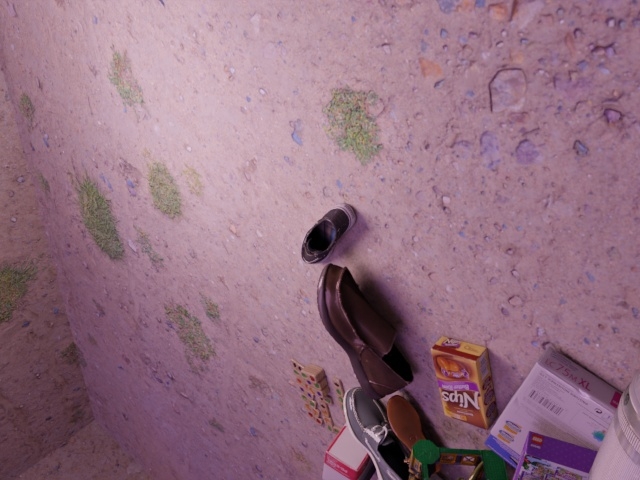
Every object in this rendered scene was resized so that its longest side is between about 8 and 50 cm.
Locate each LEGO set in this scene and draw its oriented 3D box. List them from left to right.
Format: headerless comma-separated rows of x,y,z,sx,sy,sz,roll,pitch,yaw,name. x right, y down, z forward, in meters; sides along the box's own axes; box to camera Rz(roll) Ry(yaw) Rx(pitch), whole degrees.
0.300,0.611,1.384,0.331,0.254,0.192,-101,10,-50,LEGO set

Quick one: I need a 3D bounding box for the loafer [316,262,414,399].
0.111,0.197,1.440,0.130,0.134,0.366,-15,118,27,loafer

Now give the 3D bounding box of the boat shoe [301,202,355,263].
0.000,0.000,1.423,0.080,0.076,0.228,52,143,3,boat shoe

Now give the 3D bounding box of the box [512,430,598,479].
0.511,0.473,1.179,0.293,0.057,0.201,14,132,17,box

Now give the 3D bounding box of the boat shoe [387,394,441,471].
0.223,0.467,1.554,0.207,0.073,0.073,62,-177,0,boat shoe

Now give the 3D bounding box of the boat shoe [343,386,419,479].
0.163,0.493,1.568,0.320,0.116,0.099,63,143,25,boat shoe

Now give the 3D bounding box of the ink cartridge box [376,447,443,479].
0.286,0.768,1.643,0.384,0.160,0.279,40,141,19,ink cartridge box

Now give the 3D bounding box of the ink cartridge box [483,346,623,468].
0.450,0.359,1.227,0.185,0.065,0.311,34,136,21,ink cartridge box

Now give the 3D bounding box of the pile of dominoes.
-0.002,0.464,1.820,0.195,0.040,0.251,10,125,43,pile of dominoes

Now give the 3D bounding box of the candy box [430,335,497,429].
0.306,0.302,1.349,0.109,0.053,0.187,9,126,43,candy box

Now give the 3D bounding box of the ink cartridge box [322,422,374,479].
0.087,0.586,1.701,0.100,0.172,0.237,26,135,21,ink cartridge box

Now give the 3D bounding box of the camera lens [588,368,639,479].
0.544,0.330,0.956,0.219,0.219,0.275,26,127,32,camera lens
